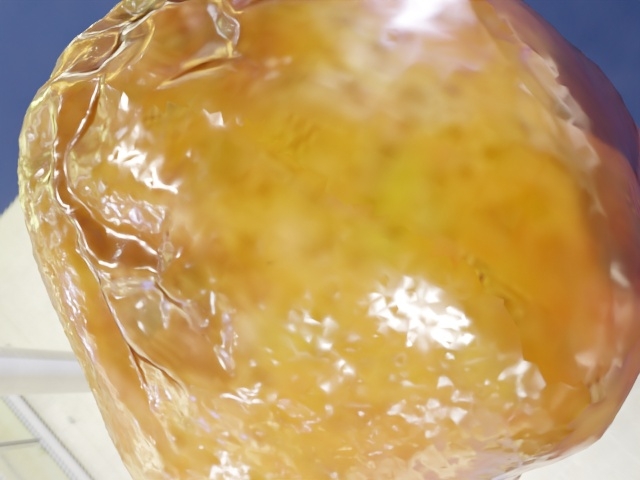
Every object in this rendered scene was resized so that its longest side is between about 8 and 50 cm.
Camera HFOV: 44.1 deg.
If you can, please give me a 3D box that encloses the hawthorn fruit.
[{"bbox_3d":[0.000,0.000,0.587,0.472,0.472,0.471,-2,-100,12],"label":"hawthorn fruit"}]
